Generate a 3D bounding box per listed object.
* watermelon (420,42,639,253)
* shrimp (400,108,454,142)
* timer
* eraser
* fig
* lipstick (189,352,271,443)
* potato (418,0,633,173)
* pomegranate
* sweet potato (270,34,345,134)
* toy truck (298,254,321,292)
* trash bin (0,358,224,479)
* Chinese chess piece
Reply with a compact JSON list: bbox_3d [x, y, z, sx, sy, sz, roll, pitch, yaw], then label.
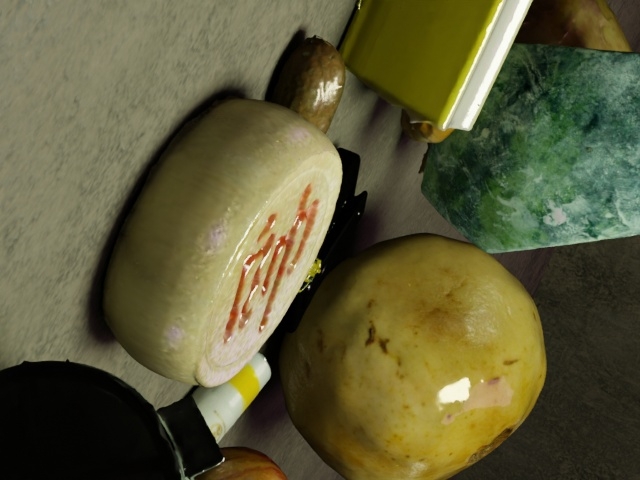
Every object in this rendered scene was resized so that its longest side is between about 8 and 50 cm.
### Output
[{"bbox_3d":[0.306,-0.107,2.095,0.258,0.387,0.228,-8,96,-68],"label":"watermelon"},{"bbox_3d":[0.186,-0.314,2.039,0.272,0.085,0.445,-145,-105,-77],"label":"shrimp"},{"bbox_3d":[0.000,0.000,2.099,0.144,0.055,0.187,98,16,-56],"label":"timer"},{"bbox_3d":[0.122,-0.237,1.886,0.069,0.158,0.226,-5,124,-56],"label":"eraser"},{"bbox_3d":[-0.134,0.321,2.160,0.175,0.207,0.175,171,-90,-84],"label":"fig"},{"bbox_3d":[-0.145,0.217,2.049,0.264,0.059,0.059,-49,162,-39],"label":"lipstick"},{"bbox_3d":[0.235,-0.207,2.260,0.237,0.301,0.288,59,23,-53],"label":"potato"},{"bbox_3d":[0.109,0.144,2.311,0.332,0.332,0.332,-55,165,-22],"label":"pomegranate"},{"bbox_3d":[-0.027,-0.099,1.847,0.081,0.062,0.233,-55,169,-46],"label":"sweet potato"},{"bbox_3d":[-0.041,0.019,1.973,0.054,0.083,0.049,-58,169,2],"label":"toy truck"},{"bbox_3d":[-0.203,0.237,1.542,0.277,0.217,0.262,-25,160,-4],"label":"trash bin"},{"bbox_3d":[-0.089,0.001,1.717,0.270,0.112,0.270,-55,164,-24],"label":"Chinese chess piece"}]
